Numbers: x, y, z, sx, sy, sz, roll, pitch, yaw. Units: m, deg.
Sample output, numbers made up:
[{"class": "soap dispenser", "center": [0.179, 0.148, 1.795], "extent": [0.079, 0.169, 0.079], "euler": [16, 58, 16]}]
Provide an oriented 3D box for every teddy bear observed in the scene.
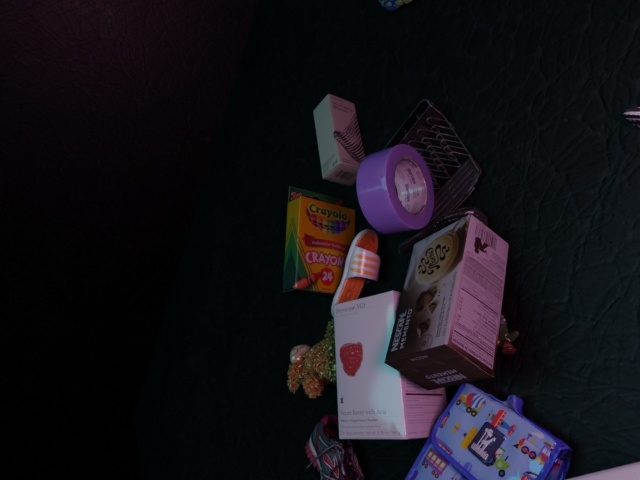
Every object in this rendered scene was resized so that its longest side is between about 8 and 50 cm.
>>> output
[{"class": "teddy bear", "center": [0.014, 0.316, 1.300], "extent": [0.245, 0.113, 0.338], "euler": [-62, 20, -17]}]

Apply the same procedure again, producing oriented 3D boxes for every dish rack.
[{"class": "dish rack", "center": [0.261, -0.180, 1.160], "extent": [0.208, 0.074, 0.271], "euler": [-53, 40, 37]}]

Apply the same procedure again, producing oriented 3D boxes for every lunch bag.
[{"class": "lunch bag", "center": [0.306, 0.421, 0.876], "extent": [0.221, 0.138, 0.293], "euler": [25, 89, 59]}]

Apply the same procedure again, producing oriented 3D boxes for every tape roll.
[{"class": "tape roll", "center": [0.168, -0.111, 1.060], "extent": [0.080, 0.189, 0.188], "euler": [-12, 70, 42]}]

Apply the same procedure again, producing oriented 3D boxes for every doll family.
[{"class": "doll family", "center": [0.304, 0.217, 0.967], "extent": [0.193, 0.076, 0.111], "euler": [-47, 46, 46]}]

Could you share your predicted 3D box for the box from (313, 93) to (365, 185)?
[{"class": "box", "center": [0.059, -0.312, 1.493], "extent": [0.094, 0.113, 0.274], "euler": [-40, 50, 46]}]

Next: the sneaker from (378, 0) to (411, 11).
[{"class": "sneaker", "center": [0.230, -0.729, 1.408], "extent": [0.078, 0.067, 0.188], "euler": [-57, 30, -5]}]

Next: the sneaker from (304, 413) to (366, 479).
[{"class": "sneaker", "center": [0.050, 0.572, 1.217], "extent": [0.299, 0.121, 0.111], "euler": [43, 115, 55]}]

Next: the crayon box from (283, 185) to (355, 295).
[{"class": "crayon box", "center": [0.000, 0.000, 1.399], "extent": [0.081, 0.202, 0.318], "euler": [-21, 64, 54]}]

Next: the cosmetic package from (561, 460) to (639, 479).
[{"class": "cosmetic package", "center": [0.463, 0.375, 0.582], "extent": [0.385, 0.156, 0.217], "euler": [-46, 44, 44]}]

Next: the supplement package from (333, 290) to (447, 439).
[{"class": "supplement package", "center": [0.152, 0.279, 1.062], "extent": [0.178, 0.175, 0.292], "euler": [-21, 63, 40]}]

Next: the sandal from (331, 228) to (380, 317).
[{"class": "sandal", "center": [0.112, 0.103, 1.291], "extent": [0.076, 0.102, 0.265], "euler": [26, 101, 45]}]

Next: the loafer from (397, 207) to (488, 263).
[{"class": "loafer", "center": [0.272, -0.022, 1.083], "extent": [0.220, 0.080, 0.078], "euler": [-25, 15, 38]}]

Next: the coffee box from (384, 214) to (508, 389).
[{"class": "coffee box", "center": [0.249, 0.119, 0.932], "extent": [0.168, 0.119, 0.297], "euler": [-35, 26, 51]}]

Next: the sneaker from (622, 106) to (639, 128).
[{"class": "sneaker", "center": [0.539, -0.203, 0.759], "extent": [0.109, 0.040, 0.043], "euler": [21, 82, 55]}]
